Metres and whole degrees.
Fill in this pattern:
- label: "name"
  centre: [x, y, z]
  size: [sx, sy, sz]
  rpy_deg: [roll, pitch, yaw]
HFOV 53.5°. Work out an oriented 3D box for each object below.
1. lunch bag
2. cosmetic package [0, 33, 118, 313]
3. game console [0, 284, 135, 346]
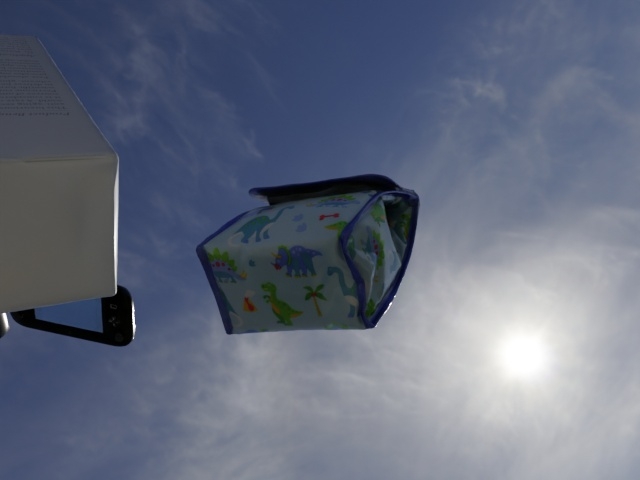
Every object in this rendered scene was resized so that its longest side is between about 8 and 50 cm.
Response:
- label: "lunch bag"
  centre: [0.000, 0.000, 0.500]
  size: [0.151, 0.128, 0.096]
  rpy_deg: [-45, -55, -56]
- label: "cosmetic package"
  centre: [-0.395, -0.103, 0.710]
  size: [0.229, 0.453, 0.162]
  rpy_deg: [-7, -58, -29]
- label: "game console"
  centre: [-0.446, 0.070, 0.940]
  size: [0.360, 0.044, 0.213]
  rpy_deg: [10, -55, 7]
